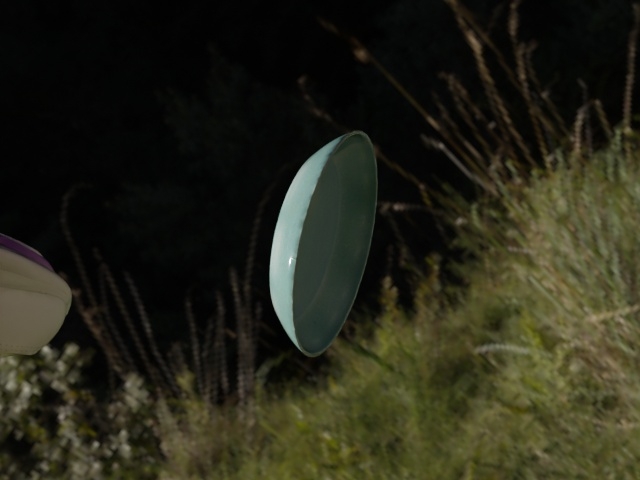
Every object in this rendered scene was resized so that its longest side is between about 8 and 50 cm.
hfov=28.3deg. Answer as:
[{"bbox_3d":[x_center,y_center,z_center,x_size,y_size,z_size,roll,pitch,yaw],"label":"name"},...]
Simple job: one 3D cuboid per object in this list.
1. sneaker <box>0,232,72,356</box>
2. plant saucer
[{"bbox_3d":[-0.227,0.047,0.460,0.114,0.305,0.152,13,97,39],"label":"sneaker"},{"bbox_3d":[0.000,0.000,0.657,0.021,0.119,0.119,12,60,18],"label":"plant saucer"}]
